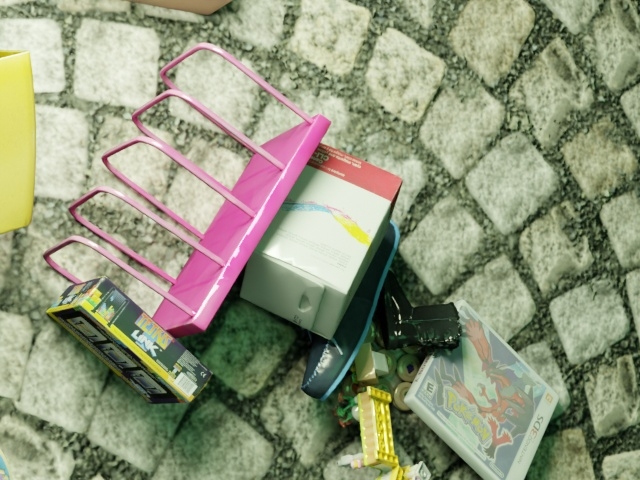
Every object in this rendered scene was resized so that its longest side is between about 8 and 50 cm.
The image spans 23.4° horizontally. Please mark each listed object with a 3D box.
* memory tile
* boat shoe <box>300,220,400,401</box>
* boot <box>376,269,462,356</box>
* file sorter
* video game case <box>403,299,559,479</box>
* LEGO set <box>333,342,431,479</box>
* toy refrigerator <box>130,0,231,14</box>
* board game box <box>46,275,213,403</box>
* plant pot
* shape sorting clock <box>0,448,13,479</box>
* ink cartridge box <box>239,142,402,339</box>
[{"bbox_3d":[0.098,0.162,1.998,0.148,0.012,0.113,12,79,-24],"label":"memory tile"},{"bbox_3d":[0.015,0.077,1.932,0.089,0.109,0.258,28,56,-13],"label":"boat shoe"},{"bbox_3d":[0.125,0.090,1.978,0.099,0.045,0.121,-1,61,-14],"label":"boot"},{"bbox_3d":[-0.164,-0.055,1.793,0.182,0.202,0.291,36,70,-15],"label":"file sorter"},{"bbox_3d":[0.214,0.206,2.013,0.201,0.023,0.183,44,49,-15],"label":"video game case"},{"bbox_3d":[0.062,0.279,1.933,0.132,0.107,0.287,-34,100,-58],"label":"LEGO set"},{"bbox_3d":[-0.237,-0.346,1.843,0.269,0.102,0.094,6,82,-25],"label":"toy refrigerator"},{"bbox_3d":[-0.220,0.117,1.776,0.170,0.141,0.048,44,69,-15],"label":"board game box"},{"bbox_3d":[-0.421,-0.091,1.678,0.212,0.212,0.187,-20,106,-26],"label":"plant pot"},{"bbox_3d":[-0.436,0.283,1.680,0.206,0.040,0.206,-7,109,-20],"label":"shape sorting clock"},{"bbox_3d":[0.000,0.000,1.839,0.127,0.128,0.176,24,59,5],"label":"ink cartridge box"}]
